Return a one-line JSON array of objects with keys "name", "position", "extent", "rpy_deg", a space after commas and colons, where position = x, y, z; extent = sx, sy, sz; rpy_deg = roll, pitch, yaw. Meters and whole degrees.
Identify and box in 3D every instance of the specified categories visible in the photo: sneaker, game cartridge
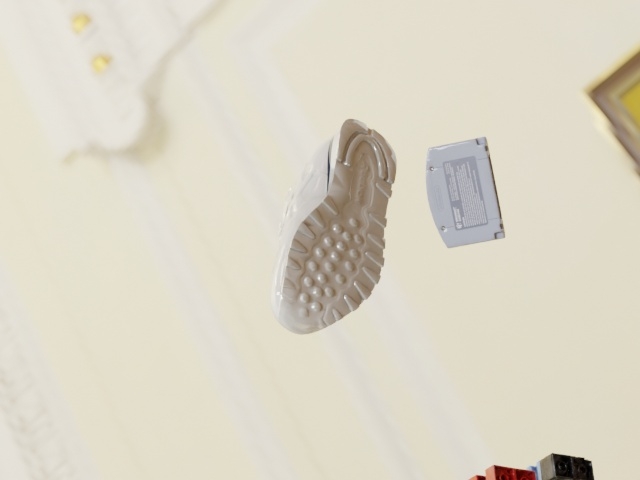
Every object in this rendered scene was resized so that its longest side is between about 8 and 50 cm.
[{"name": "sneaker", "position": [0.000, 0.000, 1.649], "extent": [0.090, 0.095, 0.235], "rpy_deg": [40, -135, -19]}, {"name": "game cartridge", "position": [0.114, -0.038, 1.495], "extent": [0.017, 0.056, 0.083], "rpy_deg": [-14, -86, -80]}]

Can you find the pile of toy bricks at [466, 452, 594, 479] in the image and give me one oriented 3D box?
[{"name": "pile of toy bricks", "position": [0.158, 0.212, 1.183], "extent": [0.212, 0.105, 0.118], "rpy_deg": [13, -121, -28]}]
